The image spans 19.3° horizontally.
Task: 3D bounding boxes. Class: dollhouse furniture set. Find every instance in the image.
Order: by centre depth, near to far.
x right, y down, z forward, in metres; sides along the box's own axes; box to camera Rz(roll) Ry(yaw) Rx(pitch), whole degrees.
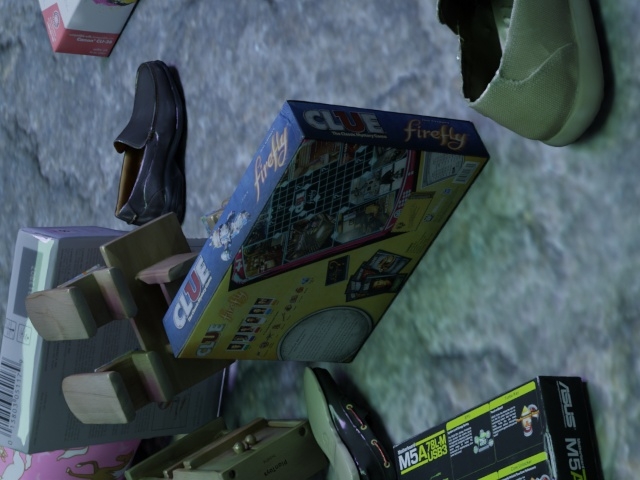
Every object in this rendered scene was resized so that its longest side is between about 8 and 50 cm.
[{"bbox_3d":[-0.118,0.102,1.586,0.161,0.212,0.242,-8,107,56],"label":"dollhouse furniture set"}]

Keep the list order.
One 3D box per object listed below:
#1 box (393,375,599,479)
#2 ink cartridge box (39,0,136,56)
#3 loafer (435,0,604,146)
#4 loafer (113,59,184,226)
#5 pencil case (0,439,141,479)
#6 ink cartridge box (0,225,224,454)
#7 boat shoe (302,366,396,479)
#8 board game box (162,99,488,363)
[{"bbox_3d":[0.129,0.208,1.327,0.190,0.045,0.184,-36,55,52],"label":"box"},{"bbox_3d":[-0.224,-0.297,1.928,0.198,0.067,0.115,-55,44,43],"label":"ink cartridge box"},{"bbox_3d":[0.128,-0.195,1.323,0.102,0.092,0.269,-42,52,48],"label":"loafer"},{"bbox_3d":[-0.170,-0.095,1.823,0.062,0.061,0.170,-27,64,56],"label":"loafer"},{"bbox_3d":[-0.258,0.192,1.847,0.167,0.160,0.386,-83,13,-62],"label":"pencil case"},{"bbox_3d":[-0.176,0.083,1.645,0.066,0.232,0.189,15,100,34],"label":"ink cartridge box"},{"bbox_3d":[0.020,0.152,1.512,0.049,0.042,0.133,95,155,-43],"label":"boat shoe"},{"bbox_3d":[0.000,0.000,1.442,0.243,0.165,0.042,-58,41,37],"label":"board game box"}]
